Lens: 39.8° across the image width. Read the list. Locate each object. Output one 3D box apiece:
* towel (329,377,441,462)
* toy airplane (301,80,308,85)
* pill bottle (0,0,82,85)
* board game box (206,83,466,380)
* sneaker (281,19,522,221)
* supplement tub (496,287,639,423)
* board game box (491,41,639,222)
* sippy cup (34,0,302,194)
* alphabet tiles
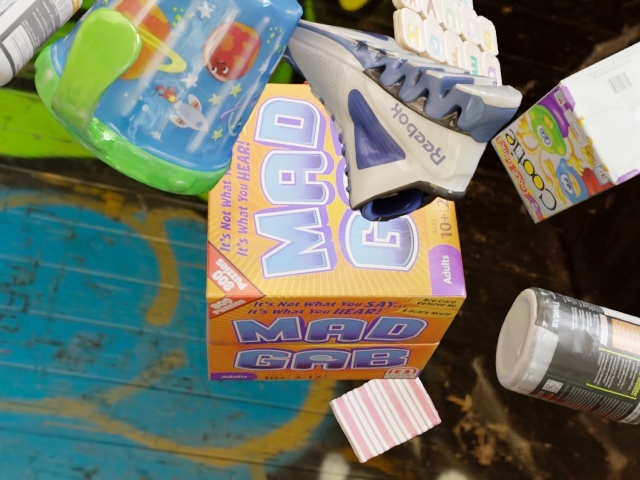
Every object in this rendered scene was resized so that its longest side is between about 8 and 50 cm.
[{"bbox_3d":[0.135,0.359,1.844,0.144,0.197,0.029,61,-15,20],"label":"towel"},{"bbox_3d":[0.032,-0.287,1.485,0.151,0.151,0.028,-173,-115,-77],"label":"toy airplane"},{"bbox_3d":[-0.520,-0.346,1.402,0.278,0.162,0.162,-56,-177,-25],"label":"pill bottle"},{"bbox_3d":[0.000,0.000,1.410,0.356,0.356,0.356,103,-14,-62],"label":"board game box"},{"bbox_3d":[0.055,-0.124,0.965,0.315,0.127,0.182,34,-65,40],"label":"sneaker"},{"bbox_3d":[0.530,0.231,1.713,0.207,0.338,0.207,-163,-90,-86],"label":"supplement tub"},{"bbox_3d":[0.357,-0.135,1.176,0.142,0.144,0.275,63,-9,4],"label":"board game box"},{"bbox_3d":[-0.146,-0.206,0.941,0.224,0.240,0.305,-50,-149,22],"label":"sippy cup"},{"bbox_3d":[0.218,-0.348,1.490,0.021,0.284,0.278,-16,-110,41],"label":"alphabet tiles"}]
